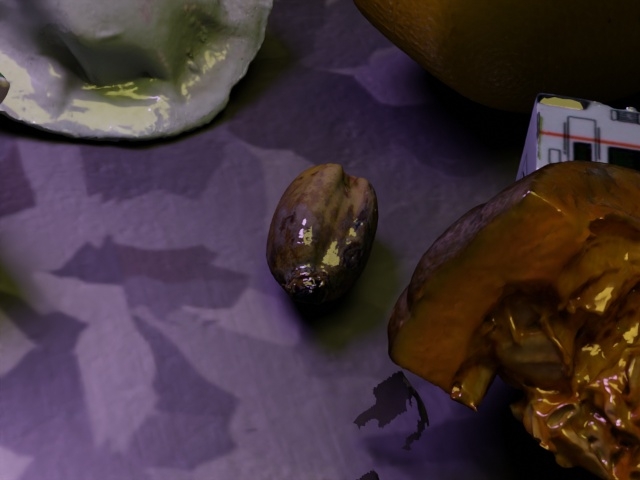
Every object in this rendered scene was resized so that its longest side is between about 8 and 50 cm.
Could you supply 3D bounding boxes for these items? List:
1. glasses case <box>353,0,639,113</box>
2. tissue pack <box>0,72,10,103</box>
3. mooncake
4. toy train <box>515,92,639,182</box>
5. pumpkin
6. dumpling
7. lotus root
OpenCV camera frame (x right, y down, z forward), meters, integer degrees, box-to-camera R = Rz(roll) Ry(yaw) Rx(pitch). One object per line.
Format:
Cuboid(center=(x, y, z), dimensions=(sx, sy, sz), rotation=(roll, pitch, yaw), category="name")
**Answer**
Cuboid(center=(0.189, -0.186, 1.191), dimensions=(0.371, 0.173, 0.141), rotation=(-25, 51, -30), category="glasses case")
Cuboid(center=(-0.267, -0.087, 1.028), dimensions=(0.209, 0.148, 0.156), rotation=(45, 12, 35), category="tissue pack")
Cuboid(center=(0.116, 0.185, 0.849), dimensions=(0.057, 0.150, 0.347), rotation=(-14, 64, -41), category="mooncake")
Cuboid(center=(0.306, 0.008, 1.062), dimensions=(0.407, 0.086, 0.088), rotation=(8, 40, -2), category="toy train")
Cuboid(center=(0.166, 0.056, 0.944), dimensions=(0.248, 0.131, 0.126), rotation=(36, 19, 0), category="pumpkin")
Cuboid(center=(-0.130, -0.141, 1.132), dimensions=(0.219, 0.108, 0.152), rotation=(-6, 43, -13), category="dumpling")
Cuboid(center=(0.000, 0.000, 1.041), dimensions=(0.054, 0.049, 0.099), rotation=(28, 43, -10), category="lotus root")
